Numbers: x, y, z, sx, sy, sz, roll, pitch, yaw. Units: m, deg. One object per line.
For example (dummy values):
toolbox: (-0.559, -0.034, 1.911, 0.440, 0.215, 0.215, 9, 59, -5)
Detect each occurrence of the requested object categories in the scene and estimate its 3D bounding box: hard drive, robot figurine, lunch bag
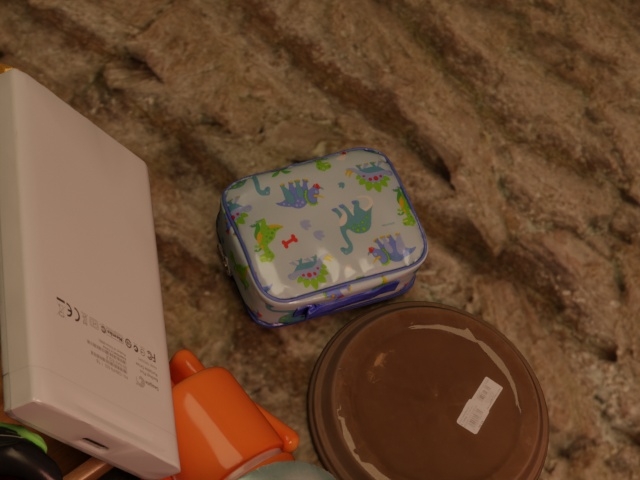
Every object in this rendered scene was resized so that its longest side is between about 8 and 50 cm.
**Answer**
hard drive: (-0.228, 0.034, 1.455, 0.047, 0.233, 0.353, -22, 58, 20)
robot figurine: (-0.105, 0.217, 1.543, 0.128, 0.158, 0.219, -41, 74, 7)
lunch bag: (0.000, 0.000, 1.705, 0.219, 0.090, 0.176, -16, 66, -20)

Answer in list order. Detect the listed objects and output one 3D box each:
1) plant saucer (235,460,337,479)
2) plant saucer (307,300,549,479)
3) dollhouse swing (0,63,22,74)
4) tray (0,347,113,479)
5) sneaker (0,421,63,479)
plant saucer: (-0.042, 0.312, 1.481, 0.195, 0.195, 0.037, -25, 29, -23)
plant saucer: (0.124, 0.186, 1.663, 0.278, 0.041, 0.277, 6, 60, -10)
dollhouse swing: (-0.518, -0.023, 1.504, 0.347, 0.315, 0.305, 16, 49, -4)
tray: (-0.401, 0.235, 1.418, 0.411, 0.076, 0.203, -34, 80, -29)
sneaker: (-0.359, 0.355, 1.223, 0.185, 0.202, 0.482, 31, 66, -20)
